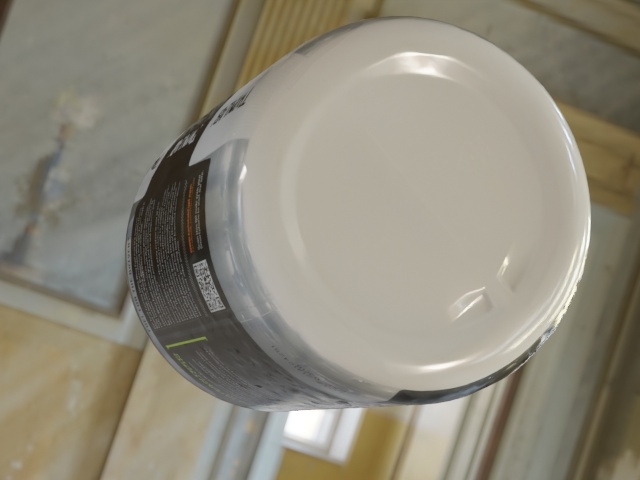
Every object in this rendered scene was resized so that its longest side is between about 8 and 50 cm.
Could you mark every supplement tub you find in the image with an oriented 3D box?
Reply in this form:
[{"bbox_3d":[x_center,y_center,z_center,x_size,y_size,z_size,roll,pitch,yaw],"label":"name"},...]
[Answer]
[{"bbox_3d":[0.000,0.000,0.903,0.193,0.193,0.316,20,-13,-16],"label":"supplement tub"}]
